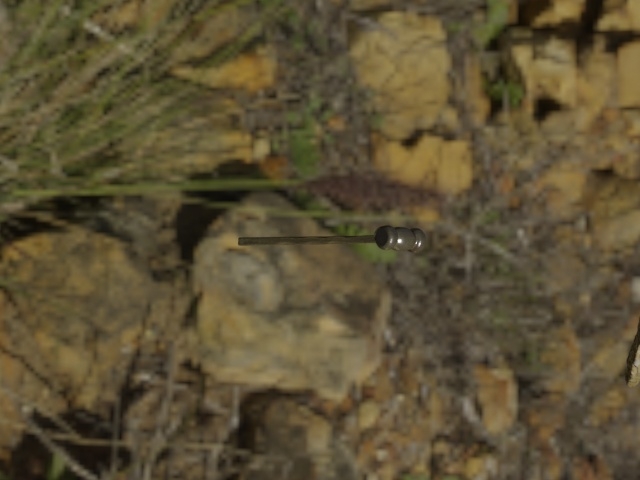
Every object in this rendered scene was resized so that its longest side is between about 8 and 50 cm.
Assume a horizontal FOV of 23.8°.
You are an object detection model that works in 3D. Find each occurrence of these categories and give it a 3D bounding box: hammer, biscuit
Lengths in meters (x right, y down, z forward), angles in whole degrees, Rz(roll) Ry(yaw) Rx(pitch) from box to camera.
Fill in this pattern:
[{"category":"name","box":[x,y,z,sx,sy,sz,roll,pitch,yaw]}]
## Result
[{"category":"hammer","box":[0.000,0.000,1.770,0.058,0.292,0.029,8,84,-42]},{"category":"biscuit","box":[0.243,0.051,1.110,0.120,0.015,0.120,17,90,-80]}]
